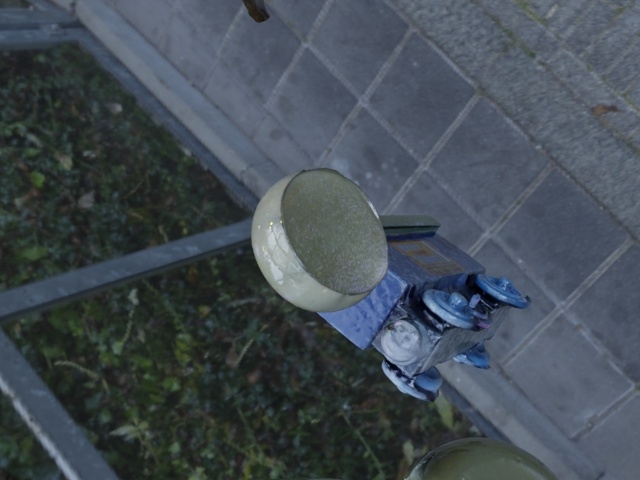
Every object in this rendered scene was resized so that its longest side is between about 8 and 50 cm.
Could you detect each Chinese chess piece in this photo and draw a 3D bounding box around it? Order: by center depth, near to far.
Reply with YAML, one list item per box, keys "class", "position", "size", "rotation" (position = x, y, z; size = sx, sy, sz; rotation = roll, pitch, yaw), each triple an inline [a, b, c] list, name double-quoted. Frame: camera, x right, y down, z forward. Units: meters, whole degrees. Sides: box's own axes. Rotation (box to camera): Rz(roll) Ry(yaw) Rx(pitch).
- class: "Chinese chess piece"
  position: [0.000, 0.000, 0.680]
  size: [0.051, 0.122, 0.122]
  rotation: [-31, 82, 44]

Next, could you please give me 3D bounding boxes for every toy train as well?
- class: "toy train"
  position: [0.110, 0.066, 0.932]
  size: [0.202, 0.300, 0.131]
  rotation: [38, 108, 23]

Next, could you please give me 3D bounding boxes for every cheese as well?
- class: "cheese"
  position: [0.185, 0.301, 0.883]
  size: [0.202, 0.175, 0.091]
  rotation: [41, 144, 1]

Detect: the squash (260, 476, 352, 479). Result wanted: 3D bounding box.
- class: "squash"
  position: [-0.001, 0.205, 0.586]
  size: [0.229, 0.066, 0.066]
  rotation: [-21, 89, 54]

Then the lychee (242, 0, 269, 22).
- class: "lychee"
  position: [0.019, -0.108, 0.105]
  size: [0.101, 0.114, 0.140]
  rotation: [35, 92, 45]
